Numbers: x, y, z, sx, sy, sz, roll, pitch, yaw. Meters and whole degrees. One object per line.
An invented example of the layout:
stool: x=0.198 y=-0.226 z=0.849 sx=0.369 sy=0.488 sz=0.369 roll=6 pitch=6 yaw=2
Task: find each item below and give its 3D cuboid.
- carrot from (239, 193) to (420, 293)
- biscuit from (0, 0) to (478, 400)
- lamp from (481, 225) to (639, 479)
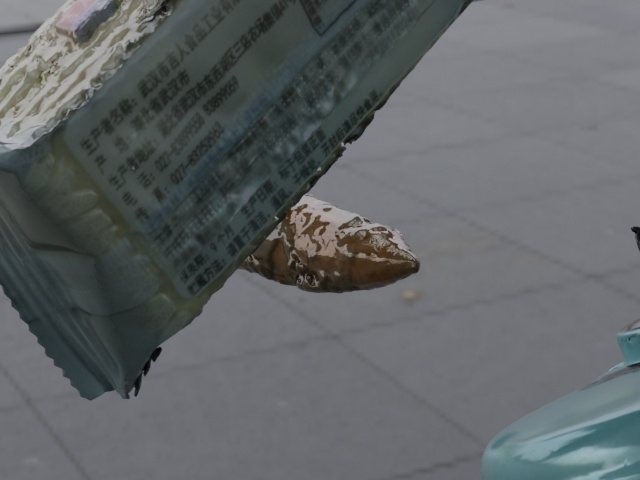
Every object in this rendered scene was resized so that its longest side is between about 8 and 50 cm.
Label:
carrot: x=0.000 y=0.000 z=1.436 sx=0.102 sy=0.102 sz=0.263 roll=-18 pitch=20 yaw=-38
biscuit: x=-0.033 y=-0.082 z=0.698 sx=0.079 sy=0.186 sz=0.309 roll=25 pitch=69 yaw=40
lamp: x=0.186 y=0.092 z=0.748 sx=0.209 sy=0.147 sz=0.284 roll=-20 pitch=17 yaw=22
